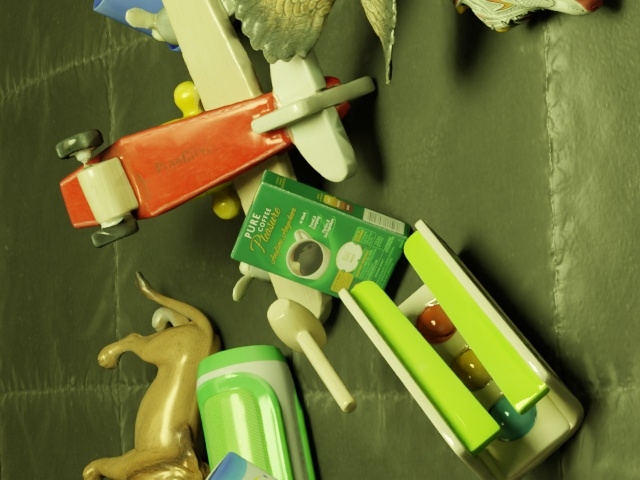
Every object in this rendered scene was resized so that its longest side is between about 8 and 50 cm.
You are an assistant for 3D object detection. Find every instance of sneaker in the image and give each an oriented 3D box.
[{"bbox_3d":[0.212,-0.260,1.796,0.225,0.088,0.093,28,133,54],"label":"sneaker"}]

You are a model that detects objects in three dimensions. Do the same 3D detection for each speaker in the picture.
[{"bbox_3d":[-0.075,0.287,2.182,0.131,0.131,0.297,-35,61,52],"label":"speaker"}]

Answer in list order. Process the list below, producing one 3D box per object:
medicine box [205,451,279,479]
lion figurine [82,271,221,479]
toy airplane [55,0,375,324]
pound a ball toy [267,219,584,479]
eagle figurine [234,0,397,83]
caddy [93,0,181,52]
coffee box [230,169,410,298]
[{"bbox_3d":[-0.061,0.433,2.002,0.289,0.149,0.263,32,129,1],"label":"medicine box"},{"bbox_3d":[-0.200,0.232,2.367,0.240,0.142,0.392,-5,81,50],"label":"lion figurine"},{"bbox_3d":[-0.101,-0.128,2.145,0.384,0.272,0.386,25,106,14],"label":"toy airplane"},{"bbox_3d":[0.109,0.134,1.855,0.208,0.136,0.319,-42,46,4],"label":"pound a ball toy"},{"bbox_3d":[0.048,-0.337,1.904,0.298,0.225,0.226,-58,0,-15],"label":"eagle figurine"},{"bbox_3d":[-0.161,-0.405,2.277,0.341,0.179,0.241,-53,24,43],"label":"caddy"},{"bbox_3d":[0.000,0.000,2.023,0.040,0.184,0.113,-78,8,-60],"label":"coffee box"}]
